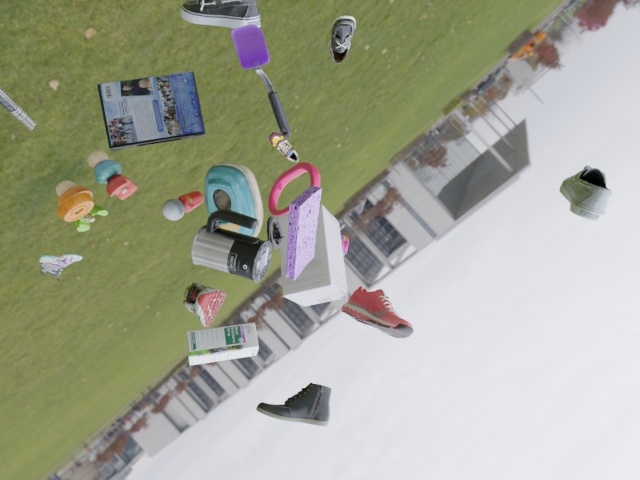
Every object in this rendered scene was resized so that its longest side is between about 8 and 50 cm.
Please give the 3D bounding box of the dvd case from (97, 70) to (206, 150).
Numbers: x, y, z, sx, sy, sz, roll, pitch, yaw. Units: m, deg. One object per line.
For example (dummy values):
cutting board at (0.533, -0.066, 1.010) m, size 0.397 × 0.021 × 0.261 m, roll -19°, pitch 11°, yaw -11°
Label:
dvd case at (-0.451, -0.349, 1.187) m, size 0.253 × 0.180 × 0.022 m, roll -11°, pitch 177°, yaw -10°

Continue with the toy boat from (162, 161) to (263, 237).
toy boat at (-0.322, -0.099, 1.328) m, size 0.318 × 0.268 × 0.148 m, roll 5°, pitch -153°, yaw 29°

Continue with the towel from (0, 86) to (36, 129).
towel at (-1.060, -0.521, 1.374) m, size 0.056 × 0.324 × 0.312 m, roll -48°, pitch 152°, yaw -15°

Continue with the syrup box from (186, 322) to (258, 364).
syrup box at (-0.341, 0.360, 1.543) m, size 0.236 × 0.093 × 0.096 m, roll -5°, pitch 147°, yaw -17°

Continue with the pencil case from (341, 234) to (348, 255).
pencil case at (0.000, 0.000, 1.833) m, size 0.104 × 0.236 × 0.104 m, roll -44°, pitch -141°, yaw 50°

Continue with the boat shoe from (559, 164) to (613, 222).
boat shoe at (0.553, -0.108, 0.906) m, size 0.227 × 0.079 × 0.081 m, roll -45°, pitch 155°, yaw -59°

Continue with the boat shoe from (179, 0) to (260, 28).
boat shoe at (-0.306, -0.696, 1.302) m, size 0.113 × 0.306 × 0.105 m, roll -36°, pitch 139°, yaw -36°

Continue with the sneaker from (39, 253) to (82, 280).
sneaker at (-0.678, 0.072, 1.157) m, size 0.098 × 0.069 × 0.038 m, roll -4°, pitch 171°, yaw -19°

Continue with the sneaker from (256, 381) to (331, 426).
sneaker at (-0.077, 0.482, 1.332) m, size 0.083 × 0.222 × 0.118 m, roll 128°, pitch -27°, yaw -68°

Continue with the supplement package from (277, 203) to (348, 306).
supplement package at (-0.026, 0.055, 1.522) m, size 0.177 × 0.293 × 0.175 m, roll -14°, pitch 156°, yaw 19°

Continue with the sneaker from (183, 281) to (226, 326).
sneaker at (-0.278, 0.144, 1.022) m, size 0.088 × 0.092 × 0.225 m, roll -64°, pitch -172°, yaw -17°

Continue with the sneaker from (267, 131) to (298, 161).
sneaker at (-0.166, -0.434, 2.052) m, size 0.069 × 0.084 × 0.185 m, roll -48°, pitch 137°, yaw 8°

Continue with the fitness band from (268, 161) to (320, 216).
fitness band at (-0.114, -0.202, 1.808) m, size 0.291 × 0.054 × 0.209 m, roll -22°, pitch -121°, yaw 43°

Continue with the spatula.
spatula at (-0.135, -0.395, 1.131) m, size 0.084 × 0.296 × 0.030 m, roll -6°, pitch -137°, yaw 22°

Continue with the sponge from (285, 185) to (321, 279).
sponge at (-0.043, -0.018, 1.086) m, size 0.117 × 0.031 × 0.210 m, roll -48°, pitch 150°, yaw -53°

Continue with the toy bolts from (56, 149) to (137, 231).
toy bolts at (-0.697, -0.165, 1.310) m, size 0.228 × 0.158 × 0.218 m, roll -40°, pitch 178°, yaw -7°

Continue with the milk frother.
milk frother at (-0.158, 0.003, 0.884) m, size 0.143 × 0.134 × 0.129 m, roll -4°, pitch 109°, yaw -76°

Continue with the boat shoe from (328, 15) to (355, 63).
boat shoe at (0.076, -0.695, 1.530) m, size 0.084 × 0.079 × 0.233 m, roll -2°, pitch 176°, yaw -7°

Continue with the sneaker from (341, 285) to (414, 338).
sneaker at (0.202, 0.233, 1.526) m, size 0.314 × 0.116 × 0.136 m, roll 14°, pitch -109°, yaw 51°
